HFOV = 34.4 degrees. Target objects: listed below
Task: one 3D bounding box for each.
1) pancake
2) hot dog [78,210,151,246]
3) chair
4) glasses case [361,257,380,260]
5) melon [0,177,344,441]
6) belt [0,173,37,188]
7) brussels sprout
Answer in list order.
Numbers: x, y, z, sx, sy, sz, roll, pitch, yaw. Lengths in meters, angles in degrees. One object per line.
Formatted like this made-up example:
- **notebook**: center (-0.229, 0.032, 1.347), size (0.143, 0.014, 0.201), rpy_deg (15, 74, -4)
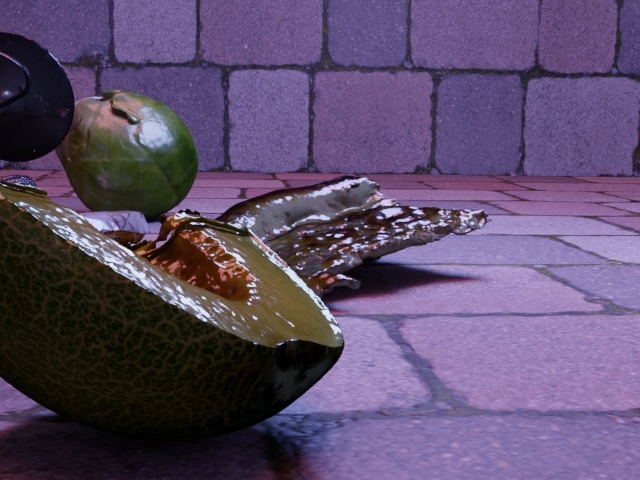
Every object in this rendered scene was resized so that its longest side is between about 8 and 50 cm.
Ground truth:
- **pancake**: center (-0.005, -0.011, 1.205), size (0.304, 0.067, 0.426), rpy_deg (3, 15, 37)
- **hot dog**: center (-0.310, -0.013, 1.429), size (0.099, 0.053, 0.192), rpy_deg (6, 6, 26)
- **chair**: center (-0.539, -0.164, 1.553), size (0.226, 0.227, 0.401), rpy_deg (2, 23, 6)
- **glasses case**: center (0.001, 0.000, 1.417), size (0.072, 0.042, 0.190), rpy_deg (5, 3, -34)
- **melon**: center (-0.094, 0.063, 0.603), size (0.169, 0.129, 0.265), rpy_deg (35, 10, 27)
- **belt**: center (-0.673, -0.098, 2.020), size (0.232, 0.071, 0.053), rpy_deg (1, 0, -25)
- **brussels sprout**: center (-0.335, -0.147, 1.805), size (0.244, 0.244, 0.244), rpy_deg (1, 7, 0)
